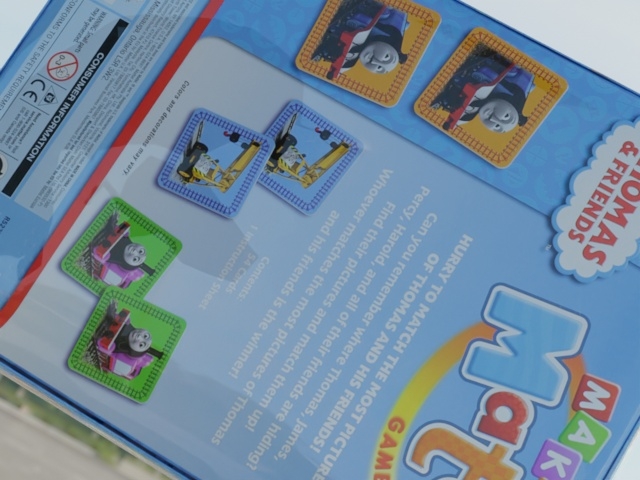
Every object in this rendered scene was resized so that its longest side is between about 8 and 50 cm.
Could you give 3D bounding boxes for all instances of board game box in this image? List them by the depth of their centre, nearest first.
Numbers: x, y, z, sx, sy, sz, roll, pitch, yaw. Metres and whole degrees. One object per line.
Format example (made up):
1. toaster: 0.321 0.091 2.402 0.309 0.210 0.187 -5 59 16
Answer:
1. board game box: 0.000 0.000 0.520 0.211 0.160 0.039 30 -12 15
